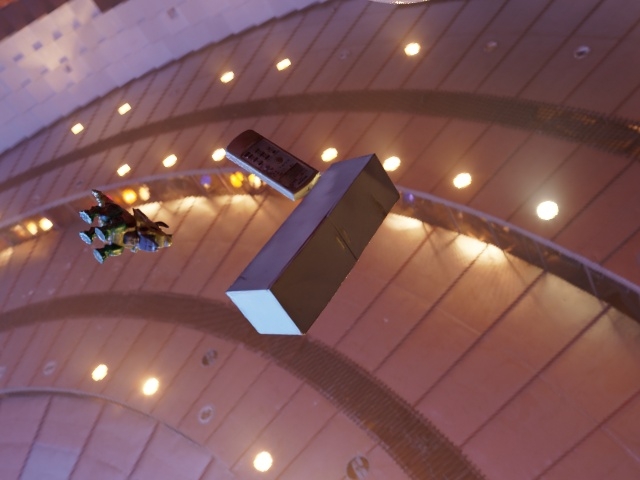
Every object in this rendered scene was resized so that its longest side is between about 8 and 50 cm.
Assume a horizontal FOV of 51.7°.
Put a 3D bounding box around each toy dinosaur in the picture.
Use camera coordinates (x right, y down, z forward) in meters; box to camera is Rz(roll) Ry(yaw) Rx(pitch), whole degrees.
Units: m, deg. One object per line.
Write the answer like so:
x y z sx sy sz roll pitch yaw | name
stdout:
-0.442 -0.041 1.401 0.259 0.094 0.153 33 -146 27 | toy dinosaur

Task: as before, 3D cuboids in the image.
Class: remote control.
-0.116 -0.181 1.561 0.234 0.038 0.098 34 -117 21 | remote control

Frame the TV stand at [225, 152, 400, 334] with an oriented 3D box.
0.000 0.000 0.869 0.088 0.082 0.269 -7 -143 47 | TV stand

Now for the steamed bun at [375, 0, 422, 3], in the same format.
0.127 -0.475 0.878 0.375 0.374 0.241 -18 -121 19 | steamed bun
